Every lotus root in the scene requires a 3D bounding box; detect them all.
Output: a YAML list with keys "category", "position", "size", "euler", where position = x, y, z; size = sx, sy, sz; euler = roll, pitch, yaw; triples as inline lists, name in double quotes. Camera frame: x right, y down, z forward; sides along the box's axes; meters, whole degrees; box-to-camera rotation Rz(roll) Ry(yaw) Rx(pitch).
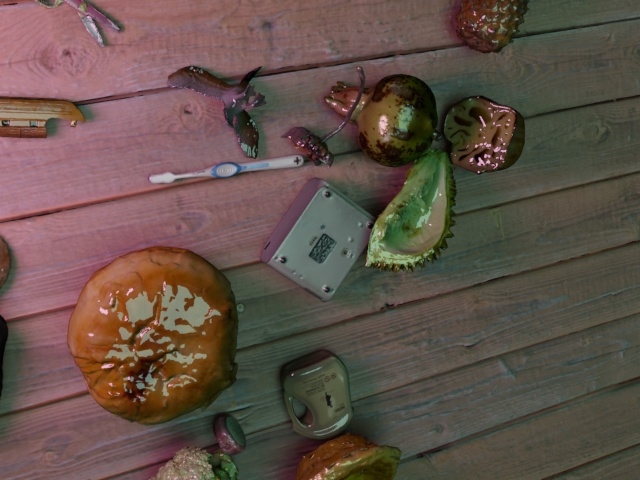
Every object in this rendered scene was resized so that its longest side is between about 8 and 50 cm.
- category: "lotus root"
  position: [0.438, -0.272, 1.943]
  size: [0.180, 0.199, 0.188]
  euler: [-3, 116, -60]

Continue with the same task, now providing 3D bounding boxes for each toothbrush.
- category: "toothbrush"
  position: [-0.217, -0.170, 1.768]
  size: [0.386, 0.040, 0.040]
  euler: [-10, 103, -19]

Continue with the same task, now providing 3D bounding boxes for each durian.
- category: "durian"
  position: [0.241, -0.069, 1.900]
  size: [0.198, 0.163, 0.394]
  euler: [33, 76, -14]

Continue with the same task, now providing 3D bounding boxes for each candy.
- category: "candy"
  position: [-0.228, 0.487, 1.849]
  size: [0.043, 0.103, 0.103]
  euler: [-33, 111, 9]

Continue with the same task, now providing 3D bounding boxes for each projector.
- category: "projector"
  position: [0.000, 0.000, 1.843]
  size: [0.198, 0.108, 0.250]
  euler: [36, 86, -23]

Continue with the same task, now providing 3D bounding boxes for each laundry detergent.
- category: "laundry detergent"
  position: [0.001, 0.425, 1.930]
  size: [0.181, 0.091, 0.253]
  euler: [-20, 106, -16]

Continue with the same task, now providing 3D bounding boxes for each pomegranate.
- category: "pomegranate"
  position: [0.154, -0.304, 1.794]
  size: [0.277, 0.204, 0.221]
  euler: [22, 93, -22]

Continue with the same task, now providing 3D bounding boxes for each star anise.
- category: "star anise"
  position: [0.025, -0.296, 1.763]
  size: [0.148, 0.218, 0.227]
  euler: [43, 89, 15]

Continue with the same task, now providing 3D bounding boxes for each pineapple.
- category: "pineapple"
  position: [0.479, -0.651, 1.876]
  size: [0.175, 0.175, 0.361]
  euler: [32, 88, -23]

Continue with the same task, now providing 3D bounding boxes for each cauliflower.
- category: "cauliflower"
  position: [-0.280, 0.621, 1.808]
  size: [0.272, 0.275, 0.250]
  euler: [48, 48, -4]

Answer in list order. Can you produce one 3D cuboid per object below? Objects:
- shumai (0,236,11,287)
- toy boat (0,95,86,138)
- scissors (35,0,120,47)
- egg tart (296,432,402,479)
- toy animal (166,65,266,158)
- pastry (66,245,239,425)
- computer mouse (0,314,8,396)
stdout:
- category: "shumai"
  position: [-0.764, 0.053, 1.560]
  size: [0.202, 0.120, 0.201]
  euler: [-3, 98, -18]
- category: "toy boat"
  position: [-0.623, -0.263, 1.587]
  size: [0.226, 0.068, 0.087]
  euler: [-1, 105, -23]
- category: "scissors"
  position: [-0.518, -0.508, 1.602]
  size: [0.133, 0.020, 0.187]
  euler: [-47, 110, -12]
- category: "egg tart"
  position: [0.049, 0.601, 1.917]
  size: [0.342, 0.132, 0.341]
  euler: [-18, 145, -13]
- category: "toy animal"
  position: [-0.180, -0.326, 1.708]
  size: [0.197, 0.160, 0.272]
  euler: [-46, 119, -10]
- category: "pastry"
  position: [-0.364, 0.209, 1.669]
  size: [0.410, 0.245, 0.409]
  euler: [-4, 102, -17]
- category: "computer mouse"
  position: [-0.777, 0.271, 1.589]
  size: [0.183, 0.116, 0.323]
  euler: [7, 105, -22]
